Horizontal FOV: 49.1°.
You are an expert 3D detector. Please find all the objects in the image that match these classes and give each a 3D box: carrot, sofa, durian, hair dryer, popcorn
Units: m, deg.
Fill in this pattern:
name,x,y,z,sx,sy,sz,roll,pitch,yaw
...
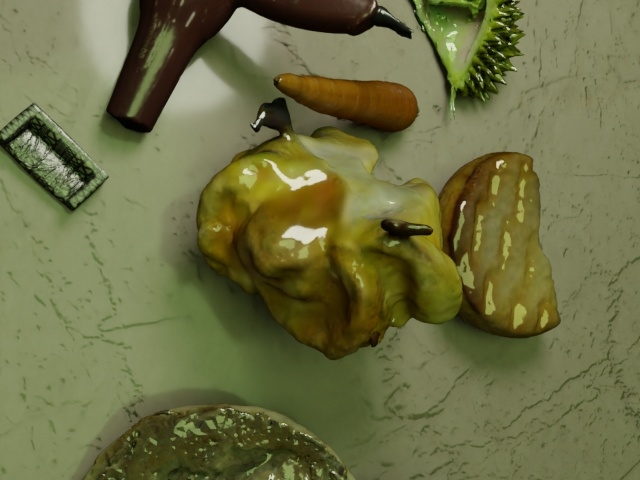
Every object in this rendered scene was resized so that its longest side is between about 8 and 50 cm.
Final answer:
name,x,y,z,sx,sy,sz,roll,pitch,yaw
carrot,0.045,-0.177,0.899,0.336,0.069,0.069,-8,89,-55
sofa,-0.311,-0.095,0.814,0.118,0.039,0.060,47,70,-13
durian,0.202,-0.378,1.048,0.169,0.157,0.356,-24,95,12
hair dryer,-0.065,-0.247,0.833,0.340,0.123,0.313,18,85,10
popcorn,0.000,0.000,0.839,0.297,0.281,0.316,1,45,-18

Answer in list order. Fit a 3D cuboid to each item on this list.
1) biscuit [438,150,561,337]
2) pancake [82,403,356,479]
name,x,y,z,sx,sy,sz,roll,pitch,yaw
biscuit,0.251,0.006,1.023,0.213,0.091,0.274,-1,87,-26
pancake,-0.116,0.375,0.794,0.386,0.082,0.387,0,81,-2
